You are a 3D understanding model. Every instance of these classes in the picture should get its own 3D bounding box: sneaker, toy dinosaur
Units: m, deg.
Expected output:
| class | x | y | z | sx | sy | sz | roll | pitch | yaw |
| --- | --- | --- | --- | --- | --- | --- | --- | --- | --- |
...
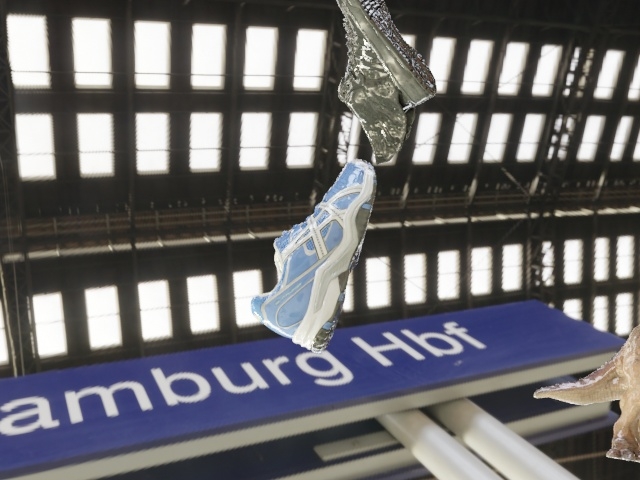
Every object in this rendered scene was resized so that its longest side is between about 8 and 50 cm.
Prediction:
| class | x | y | z | sx | sy | sz | roll | pitch | yaw |
| --- | --- | --- | --- | --- | --- | --- | --- | --- | --- |
| sneaker | 0.000 | 0.000 | 0.651 | 0.081 | 0.080 | 0.211 | 18 | -121 | 7 |
| toy dinosaur | 0.352 | 0.113 | 0.625 | 0.127 | 0.296 | 0.200 | 18 | -107 | -29 |
| sneaker | 0.042 | -0.159 | 0.620 | 0.170 | 0.089 | 0.051 | 51 | -140 | -14 |
